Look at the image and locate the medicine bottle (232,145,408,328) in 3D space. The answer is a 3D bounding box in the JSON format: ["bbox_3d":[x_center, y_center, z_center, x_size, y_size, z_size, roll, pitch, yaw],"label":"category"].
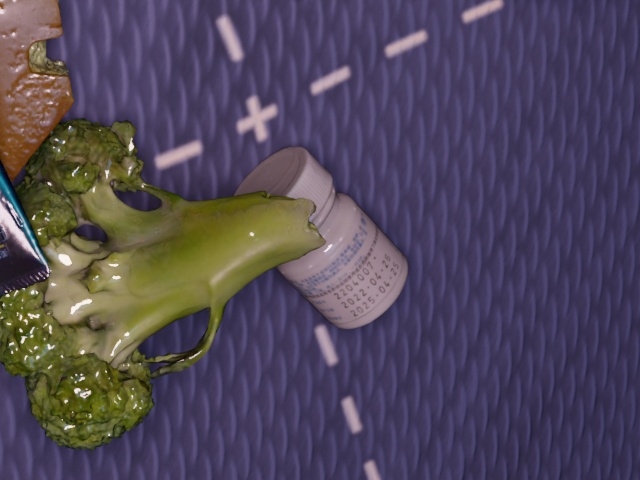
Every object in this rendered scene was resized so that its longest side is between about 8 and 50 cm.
[{"bbox_3d":[0.000,0.000,1.364,0.105,0.105,0.168,-46,118,-4],"label":"medicine bottle"}]

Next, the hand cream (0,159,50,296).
[{"bbox_3d":[-0.325,-0.074,1.170,0.120,0.061,0.271,-21,88,6],"label":"hand cream"}]

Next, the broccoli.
[{"bbox_3d":[-0.178,0.016,1.263,0.302,0.186,0.254,-41,77,-7],"label":"broccoli"}]

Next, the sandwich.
[{"bbox_3d":[-0.259,-0.171,1.210,0.088,0.090,0.244,-8,109,-18],"label":"sandwich"}]
